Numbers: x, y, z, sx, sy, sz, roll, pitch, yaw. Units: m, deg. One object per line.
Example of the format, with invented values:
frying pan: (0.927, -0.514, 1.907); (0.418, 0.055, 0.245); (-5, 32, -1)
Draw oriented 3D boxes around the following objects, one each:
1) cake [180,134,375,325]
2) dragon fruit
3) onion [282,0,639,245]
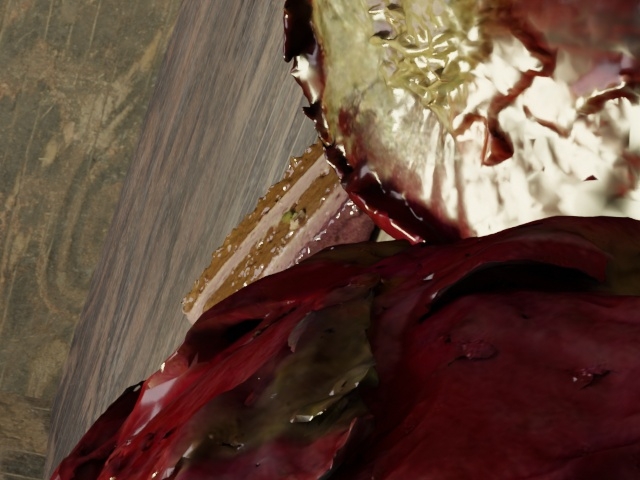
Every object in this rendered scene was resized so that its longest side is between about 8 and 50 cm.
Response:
cake: (0.000, 0.000, 1.436); (0.295, 0.113, 0.116); (-54, 29, 33)
dragon fruit: (0.056, 0.144, 0.518); (0.329, 0.329, 0.329); (-167, 90, -77)
onion: (0.124, -0.112, 0.786); (0.272, 0.195, 0.272); (9, 104, 41)
